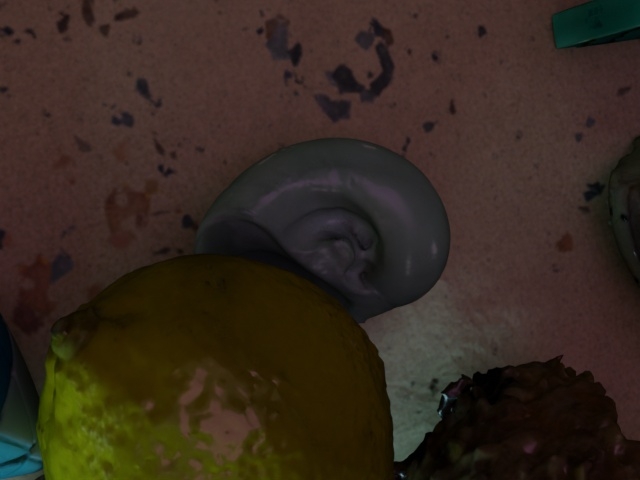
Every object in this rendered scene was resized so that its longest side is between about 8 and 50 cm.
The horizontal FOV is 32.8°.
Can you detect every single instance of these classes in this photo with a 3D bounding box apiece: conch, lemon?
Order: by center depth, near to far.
[{"bbox_3d":[-0.080,0.146,0.843,0.321,0.268,0.268,25,84,-44],"label":"lemon"},{"bbox_3d":[0.001,-0.001,0.947,0.221,0.121,0.185,7,104,-9],"label":"conch"}]

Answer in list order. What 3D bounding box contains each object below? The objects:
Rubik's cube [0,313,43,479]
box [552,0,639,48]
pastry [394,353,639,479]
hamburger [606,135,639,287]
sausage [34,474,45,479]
[{"bbox_3d":[-0.287,0.129,0.823,0.254,0.254,0.255,0,91,-15],"label":"Rubik's cube"},{"bbox_3d":[0.357,-0.221,1.021,0.226,0.161,0.042,-10,93,-15],"label":"box"},{"bbox_3d":[0.219,0.317,0.909,0.405,0.292,0.337,38,93,17],"label":"pastry"},{"bbox_3d":[0.455,-0.010,1.036,0.317,0.195,0.277,-22,99,-12],"label":"hamburger"},{"bbox_3d":[-0.256,0.326,0.900,0.086,0.086,0.289,25,85,-14],"label":"sausage"}]
